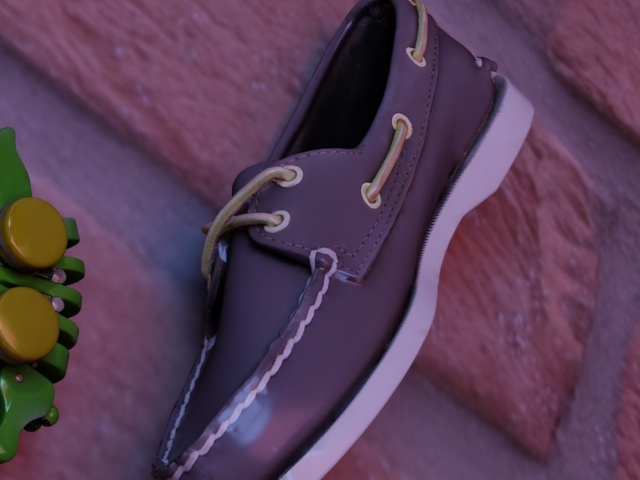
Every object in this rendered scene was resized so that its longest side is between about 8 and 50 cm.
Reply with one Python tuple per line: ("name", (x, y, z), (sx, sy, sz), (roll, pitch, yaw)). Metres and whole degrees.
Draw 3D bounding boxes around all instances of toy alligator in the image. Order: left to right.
("toy alligator", (-0.118, 0.048, 0.643), (0.051, 0.056, 0.189), (21, 60, -37))

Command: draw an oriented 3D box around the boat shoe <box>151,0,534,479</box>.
("boat shoe", (0.000, 0.000, 0.739), (0.097, 0.116, 0.324), (46, 43, -14))
